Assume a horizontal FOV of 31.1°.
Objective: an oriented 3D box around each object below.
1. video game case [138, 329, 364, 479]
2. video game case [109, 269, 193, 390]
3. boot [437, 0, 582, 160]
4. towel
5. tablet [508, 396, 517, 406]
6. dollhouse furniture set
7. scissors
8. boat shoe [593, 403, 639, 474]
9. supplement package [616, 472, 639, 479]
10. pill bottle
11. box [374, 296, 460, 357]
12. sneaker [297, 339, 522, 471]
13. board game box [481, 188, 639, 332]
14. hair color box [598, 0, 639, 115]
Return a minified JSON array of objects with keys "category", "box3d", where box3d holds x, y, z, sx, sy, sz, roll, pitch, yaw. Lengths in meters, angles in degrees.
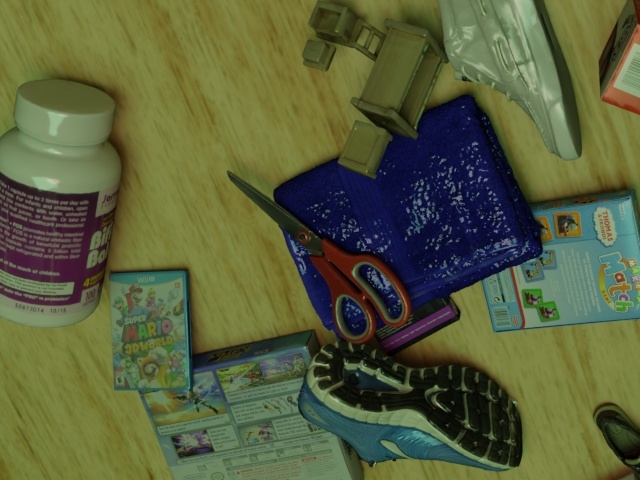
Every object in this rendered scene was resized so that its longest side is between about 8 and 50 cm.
[{"category":"video game case","box3d":[-0.100,0.271,1.658,0.269,0.061,0.244,-13,109,17]},{"category":"video game case","box3d":[-0.238,0.127,1.617,0.119,0.015,0.166,-3,89,18]},{"category":"boot","box3d":[0.224,-0.207,1.383,0.123,0.095,0.258,-16,100,24]},{"category":"towel","box3d":[0.101,-0.023,1.454,0.308,0.076,0.228,-26,90,23]},{"category":"tablet","box3d":[0.226,0.226,1.599,0.083,0.006,0.054,26,115,0]},{"category":"dollhouse furniture set","box3d":[0.043,-0.175,1.402,0.161,0.101,0.182,22,87,27]},{"category":"scissors","box3d":[0.000,0.000,1.457,0.109,0.021,0.297,-40,80,26]},{"category":"boat shoe","box3d":[0.426,0.287,1.557,0.152,0.049,0.056,41,114,-7]},{"category":"supplement package","box3d":[0.373,0.493,1.560,0.262,0.198,0.199,-33,111,22]},{"category":"pill bottle","box3d":[-0.353,-0.051,1.521,0.169,0.169,0.302,17,115,5]},{"category":"box","box3d":[0.097,0.065,1.548,0.116,0.029,0.162,-30,104,22]},{"category":"sneaker","box3d":[0.121,0.238,1.561,0.330,0.130,0.147,21,143,-11]},{"category":"board game box","box3d":[0.305,0.029,1.455,0.211,0.039,0.160,-8,106,28]},{"category":"hair color box","box3d":[0.356,-0.212,1.299,0.053,0.167,0.093,23,115,3]}]
